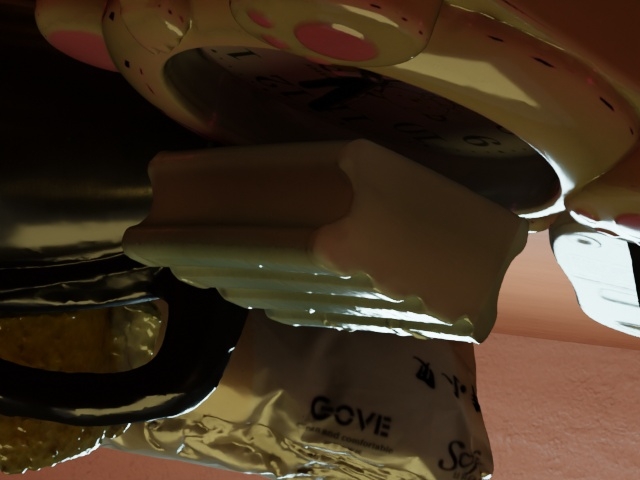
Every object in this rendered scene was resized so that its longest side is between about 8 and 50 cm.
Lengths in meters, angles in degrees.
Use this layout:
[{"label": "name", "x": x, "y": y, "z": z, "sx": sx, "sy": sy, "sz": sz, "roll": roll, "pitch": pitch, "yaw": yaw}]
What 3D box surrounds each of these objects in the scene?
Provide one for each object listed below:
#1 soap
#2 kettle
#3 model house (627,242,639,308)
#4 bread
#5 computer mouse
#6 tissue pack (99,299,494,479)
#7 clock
[{"label": "soap", "x": 0.000, "y": 0.000, "z": 0.987, "sx": 0.119, "sy": 0.066, "sz": 0.198, "roll": 23, "pitch": 169, "yaw": -30}, {"label": "kettle", "x": -0.137, "y": -0.046, "z": 1.160, "sx": 0.271, "sy": 0.207, "sz": 0.251, "roll": 5, "pitch": -144, "yaw": 17}, {"label": "model house", "x": 0.367, "y": -0.020, "z": 1.215, "sx": 0.301, "sy": 0.190, "sz": 0.271, "roll": -15, "pitch": 157, "yaw": 33}, {"label": "bread", "x": -0.225, "y": 0.061, "z": 1.360, "sx": 0.186, "sy": 0.124, "sz": 0.257, "roll": 6, "pitch": -162, "yaw": -27}, {"label": "computer mouse", "x": 0.275, "y": -0.005, "z": 1.529, "sx": 0.184, "sy": 0.121, "sz": 0.297, "roll": 15, "pitch": 163, "yaw": 21}, {"label": "tissue pack", "x": -0.044, "y": 0.069, "z": 1.758, "sx": 0.375, "sy": 0.195, "sz": 0.390, "roll": 12, "pitch": -145, "yaw": -16}, {"label": "clock", "x": 0.026, "y": -0.091, "z": 0.949, "sx": 0.284, "sy": 0.114, "sz": 0.309, "roll": 25, "pitch": 165, "yaw": -35}]
